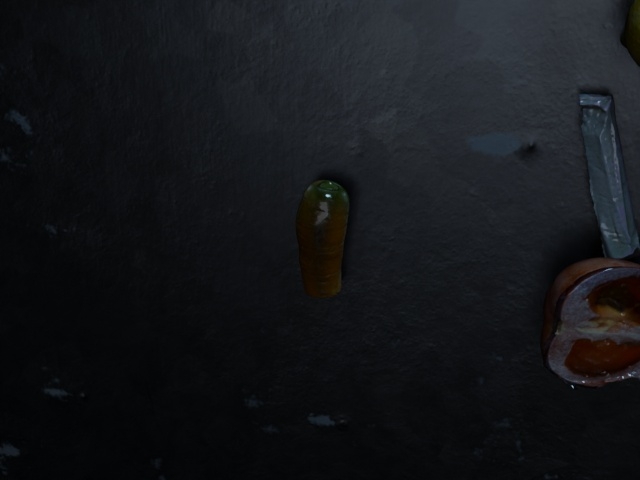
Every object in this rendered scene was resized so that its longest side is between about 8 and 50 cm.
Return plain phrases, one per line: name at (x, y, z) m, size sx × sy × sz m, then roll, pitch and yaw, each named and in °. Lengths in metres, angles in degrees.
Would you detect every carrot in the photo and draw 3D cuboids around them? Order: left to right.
carrot at (0.000, 0.000, 1.295) m, size 0.087 × 0.087 × 0.193 m, roll 11°, pitch 116°, yaw 10°

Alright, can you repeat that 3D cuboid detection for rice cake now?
rice cake at (0.419, -0.087, 1.168) m, size 0.055 × 0.049 × 0.269 m, roll -3°, pitch 112°, yaw 40°

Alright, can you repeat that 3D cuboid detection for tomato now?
tomato at (0.427, 0.108, 1.211) m, size 0.199 × 0.112 × 0.227 m, roll 8°, pitch 123°, yaw -5°

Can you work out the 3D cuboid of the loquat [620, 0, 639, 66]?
loquat at (0.468, -0.269, 1.022) m, size 0.172 × 0.204 × 0.149 m, roll -17°, pitch 105°, yaw -25°
